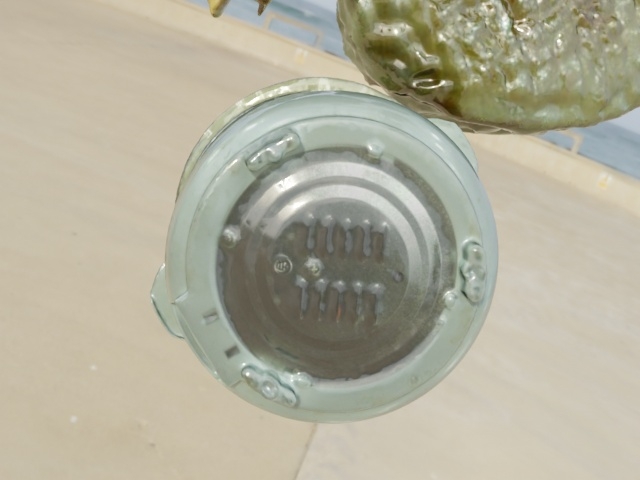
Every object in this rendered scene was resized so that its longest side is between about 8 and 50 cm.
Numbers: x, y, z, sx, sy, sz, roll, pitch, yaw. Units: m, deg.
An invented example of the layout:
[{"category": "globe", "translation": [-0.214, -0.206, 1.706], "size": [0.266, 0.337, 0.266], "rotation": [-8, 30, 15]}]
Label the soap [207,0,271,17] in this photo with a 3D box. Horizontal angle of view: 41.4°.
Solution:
[{"category": "soap", "translation": [-0.075, -0.390, 0.632], "size": [0.293, 0.335, 0.156], "rotation": [40, 21, 5]}]

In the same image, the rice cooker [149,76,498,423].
[{"category": "rice cooker", "translation": [0.000, 0.000, 0.706], "size": [0.264, 0.316, 0.316], "rotation": [57, 10, -11]}]

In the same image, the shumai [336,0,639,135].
[{"category": "shumai", "translation": [0.178, -0.272, 0.941], "size": [0.397, 0.324, 0.323], "rotation": [-11, 6, -14]}]
